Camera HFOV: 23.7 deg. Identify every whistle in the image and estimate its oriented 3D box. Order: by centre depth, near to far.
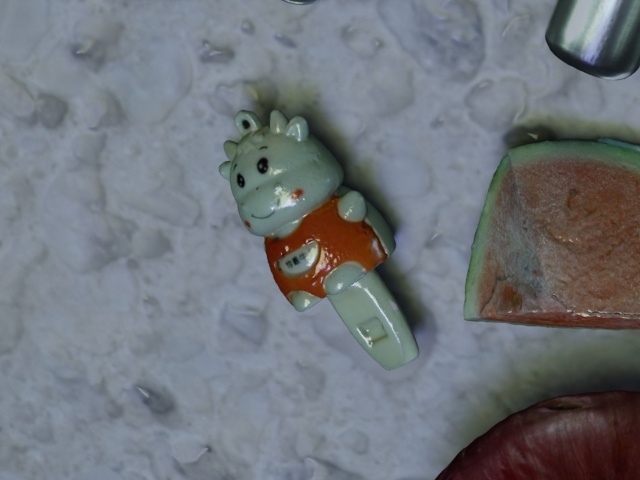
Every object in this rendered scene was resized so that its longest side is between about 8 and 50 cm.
[{"bbox_3d":[0.000,0.000,1.274,0.253,0.106,0.102,57,157,-7],"label":"whistle"}]

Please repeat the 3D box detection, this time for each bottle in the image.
[{"bbox_3d":[0.246,-0.242,1.109,0.096,0.079,0.253,6,118,-24],"label":"bottle"}]

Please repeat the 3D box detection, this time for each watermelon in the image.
[{"bbox_3d":[0.229,-0.005,1.198,0.231,0.128,0.146,1,82,5],"label":"watermelon"}]

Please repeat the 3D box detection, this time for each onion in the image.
[{"bbox_3d":[0.233,0.297,1.198,0.348,0.285,0.347,3,112,7],"label":"onion"}]

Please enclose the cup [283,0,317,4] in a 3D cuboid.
[{"bbox_3d":[-0.037,-0.226,1.222,0.077,0.078,0.100,-6,138,27],"label":"cup"}]
